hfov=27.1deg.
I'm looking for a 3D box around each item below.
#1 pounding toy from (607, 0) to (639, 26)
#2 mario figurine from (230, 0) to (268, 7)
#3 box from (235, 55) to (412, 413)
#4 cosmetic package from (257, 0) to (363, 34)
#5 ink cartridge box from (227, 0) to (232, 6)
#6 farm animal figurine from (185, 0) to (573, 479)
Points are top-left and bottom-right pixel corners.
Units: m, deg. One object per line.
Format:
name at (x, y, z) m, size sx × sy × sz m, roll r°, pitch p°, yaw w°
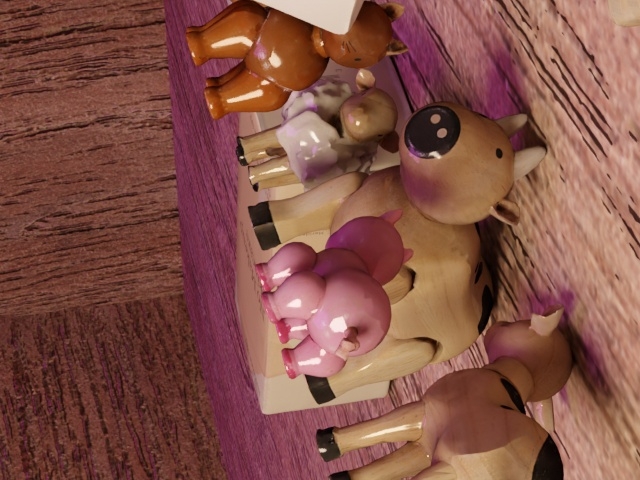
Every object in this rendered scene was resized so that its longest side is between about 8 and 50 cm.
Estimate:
pounding toy at (0.127, -0.135, 0.337) m, size 0.100 × 0.130 × 0.141 m, roll 179°, pitch 84°, yaw -79°
mario figurine at (-0.046, -0.342, 1.017) m, size 0.321 × 0.170 × 0.198 m, roll 92°, pitch 168°, yaw -48°
box at (0.000, 0.000, 1.120) m, size 0.311 × 0.121 × 0.148 m, roll 95°, pitch 163°, yaw -48°
cosmetic package at (-0.007, -0.269, 0.377) m, size 0.155 × 0.197 × 0.366 m, roll 110°, pitch 180°, yaw -69°
ink cartridge box at (-0.047, -0.273, 1.277) m, size 0.148 × 0.085 × 0.203 m, roll 94°, pitch 163°, yaw -48°
farm animal figurine at (0.056, 0.012, 0.773) m, size 0.327 × 0.172 × 0.330 m, roll 75°, pitch 177°, yaw -76°
